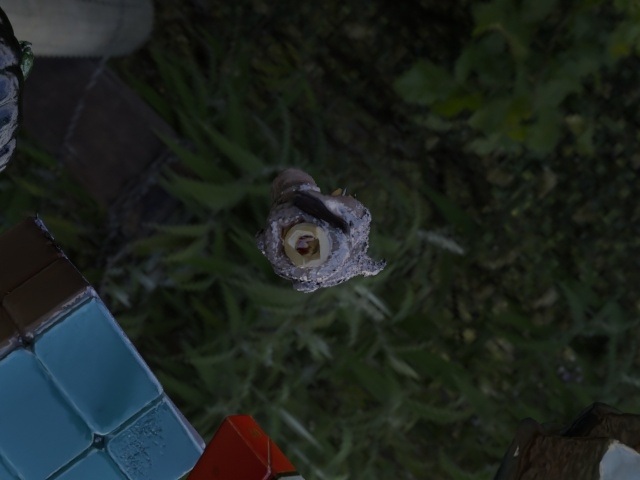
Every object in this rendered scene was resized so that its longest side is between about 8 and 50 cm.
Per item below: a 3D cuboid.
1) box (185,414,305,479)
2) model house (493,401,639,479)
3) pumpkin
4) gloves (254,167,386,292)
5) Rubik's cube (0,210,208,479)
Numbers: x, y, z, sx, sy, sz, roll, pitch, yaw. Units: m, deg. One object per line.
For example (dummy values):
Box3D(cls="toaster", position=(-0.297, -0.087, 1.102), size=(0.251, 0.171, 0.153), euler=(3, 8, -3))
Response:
Box3D(cls="box", position=(-0.027, 0.265, 0.947), size=(0.035, 0.245, 0.139), euler=(6, 123, -52))
Box3D(cls="model house", position=(0.213, 0.311, 1.035), size=(0.312, 0.245, 0.280), euler=(-65, -165, -17))
Box3D(cls="pumpkin", position=(-0.324, -0.131, 1.039), size=(0.194, 0.150, 0.194), euler=(-176, -90, -80))
Box3D(cls="gloves", position=(-0.008, -0.003, 1.082), size=(0.094, 0.110, 0.144), euler=(-64, 159, 9))
Box3D(cls="Rubik's cube", position=(-0.277, 0.149, 1.153), size=(0.225, 0.231, 0.221), euler=(-36, -150, -12))
